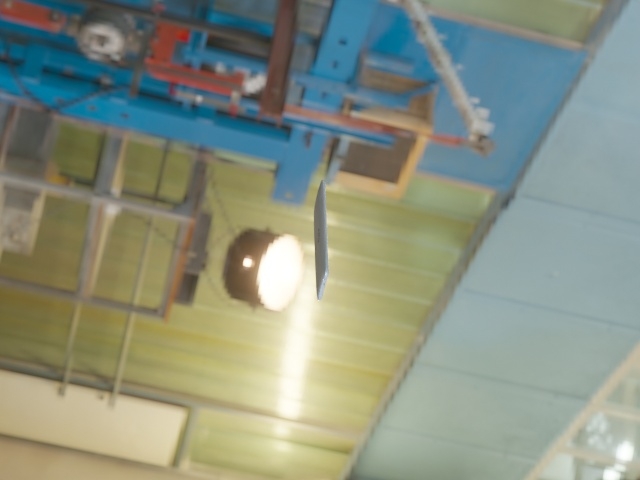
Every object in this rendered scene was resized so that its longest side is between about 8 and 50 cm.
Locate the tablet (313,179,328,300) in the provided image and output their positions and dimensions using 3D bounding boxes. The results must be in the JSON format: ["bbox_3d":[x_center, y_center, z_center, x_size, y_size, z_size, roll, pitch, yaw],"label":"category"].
[{"bbox_3d":[0.000,0.000,1.066,0.054,0.006,0.083,105,-15,-63],"label":"tablet"}]
